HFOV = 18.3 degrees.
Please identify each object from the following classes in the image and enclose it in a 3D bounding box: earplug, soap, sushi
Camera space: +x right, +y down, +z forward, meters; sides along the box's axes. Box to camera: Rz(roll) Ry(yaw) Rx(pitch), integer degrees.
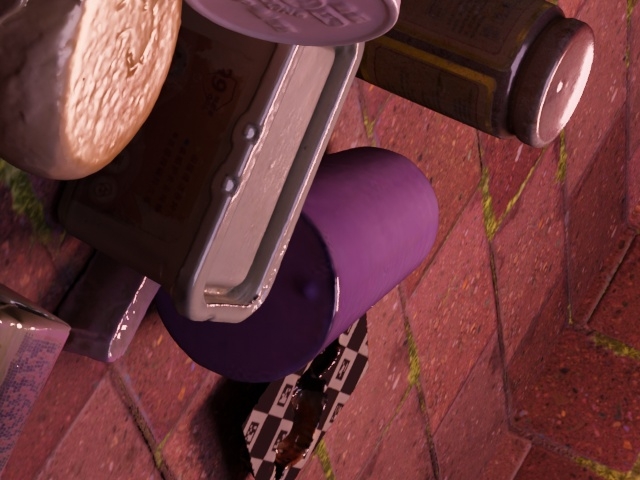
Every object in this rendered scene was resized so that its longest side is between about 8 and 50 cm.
[{"bbox_3d":[0.000,0.000,2.251,0.456,0.215,0.215,-29,139,-64],"label":"earplug"},{"bbox_3d":[-0.329,0.120,1.636,0.199,0.138,0.182,-65,159,1],"label":"soap"},{"bbox_3d":[-0.034,0.180,2.554,0.294,0.059,0.292,-54,158,-28],"label":"sushi"}]

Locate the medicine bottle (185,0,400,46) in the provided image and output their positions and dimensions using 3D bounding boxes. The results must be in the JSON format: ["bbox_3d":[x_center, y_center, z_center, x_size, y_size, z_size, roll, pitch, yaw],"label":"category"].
[{"bbox_3d":[-0.001,-0.370,1.648,0.213,0.214,0.378,53,43,-67],"label":"medicine bottle"}]

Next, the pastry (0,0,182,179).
[{"bbox_3d":[-0.207,-0.178,1.609,0.265,0.133,0.265,-52,156,-35],"label":"pastry"}]

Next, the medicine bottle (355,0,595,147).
[{"bbox_3d":[0.117,-0.220,2.093,0.151,0.322,0.151,-50,155,-34],"label":"medicine bottle"}]

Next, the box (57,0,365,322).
[{"bbox_3d":[-0.111,-0.097,1.870,0.312,0.182,0.175,-68,159,5],"label":"box"}]

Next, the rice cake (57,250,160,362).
[{"bbox_3d":[-0.154,-0.034,2.005,0.365,0.073,0.056,-60,157,-20],"label":"rice cake"}]
